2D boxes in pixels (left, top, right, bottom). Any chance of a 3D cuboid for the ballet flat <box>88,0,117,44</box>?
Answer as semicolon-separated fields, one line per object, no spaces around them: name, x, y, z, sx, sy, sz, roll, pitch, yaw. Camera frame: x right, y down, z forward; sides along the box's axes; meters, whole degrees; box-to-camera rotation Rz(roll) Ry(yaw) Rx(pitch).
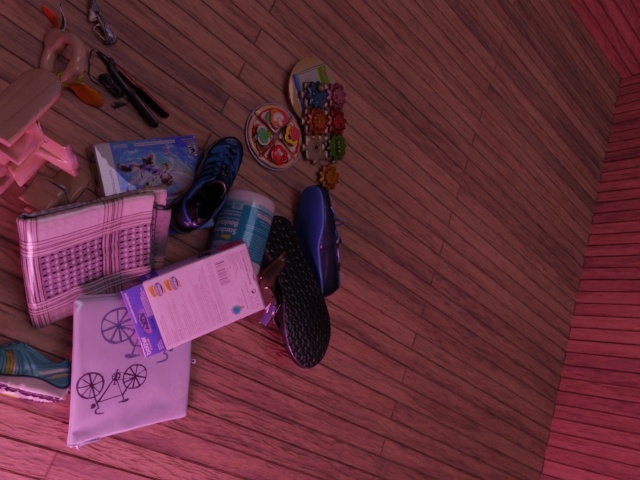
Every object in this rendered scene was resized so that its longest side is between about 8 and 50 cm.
ballet flat;-0.533;-0.526;1.376;0.041;0.041;0.114;-38;109;-34

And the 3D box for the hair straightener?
hair straightener;-0.480;-0.365;1.400;0.230;0.047;0.089;49;59;-25

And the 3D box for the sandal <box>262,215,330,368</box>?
sandal;-0.088;0.149;1.660;0.168;0.107;0.445;-11;81;-38

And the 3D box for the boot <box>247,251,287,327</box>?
boot;-0.131;0.134;1.548;0.106;0.219;0.082;40;21;1

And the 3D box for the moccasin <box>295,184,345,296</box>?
moccasin;0.000;0.000;1.729;0.117;0.138;0.341;-12;108;-43

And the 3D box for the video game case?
video game case;-0.416;-0.128;1.427;0.270;0.061;0.244;-15;97;-39

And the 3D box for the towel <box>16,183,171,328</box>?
towel;-0.479;0.037;1.257;0.324;0.056;0.312;-20;138;-39

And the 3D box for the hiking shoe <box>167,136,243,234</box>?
hiking shoe;-0.259;-0.142;1.434;0.113;0.132;0.304;42;59;-32

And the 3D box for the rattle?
rattle;-0.566;-0.432;1.325;0.143;0.130;0.199;6;56;-49

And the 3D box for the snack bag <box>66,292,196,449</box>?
snack bag;-0.438;0.290;1.362;0.323;0.037;0.342;0;94;-49

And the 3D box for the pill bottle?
pill bottle;-0.218;0.007;1.522;0.146;0.146;0.264;23;72;-36

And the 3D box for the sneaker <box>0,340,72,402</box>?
sneaker;-0.657;0.263;1.199;0.275;0.107;0.109;31;49;-38

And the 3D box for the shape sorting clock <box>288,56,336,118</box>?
shape sorting clock;-0.023;-0.462;1.780;0.206;0.040;0.206;-6;100;-40

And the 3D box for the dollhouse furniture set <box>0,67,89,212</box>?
dollhouse furniture set;-0.620;-0.283;1.100;0.394;0.362;0.256;32;66;0

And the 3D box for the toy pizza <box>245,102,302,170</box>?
toy pizza;-0.130;-0.307;1.689;0.201;0.032;0.201;3;85;-39

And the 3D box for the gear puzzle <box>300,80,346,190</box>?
gear puzzle;0.020;-0.321;1.777;0.176;0.044;0.338;-8;101;-40

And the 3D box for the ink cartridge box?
ink cartridge box;-0.302;0.135;1.373;0.311;0.065;0.185;-23;112;-24
